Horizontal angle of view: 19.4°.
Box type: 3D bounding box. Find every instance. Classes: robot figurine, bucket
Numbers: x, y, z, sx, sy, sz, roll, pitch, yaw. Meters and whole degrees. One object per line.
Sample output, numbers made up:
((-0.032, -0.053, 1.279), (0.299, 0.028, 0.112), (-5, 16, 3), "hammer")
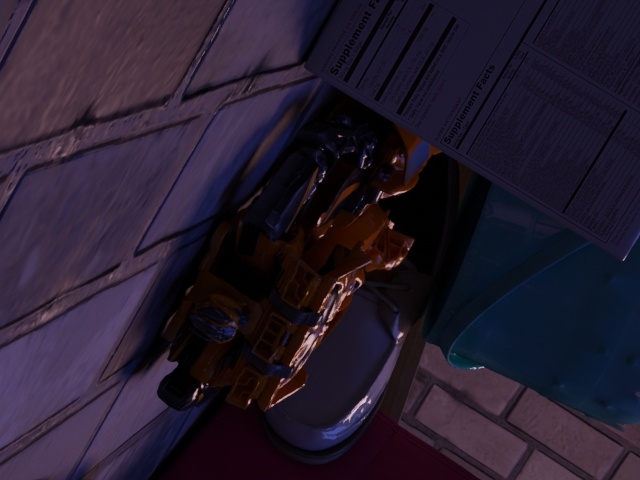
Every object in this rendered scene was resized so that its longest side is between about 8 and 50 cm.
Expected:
((0.000, 0.000, 1.160), (0.211, 0.085, 0.291), (-63, 172, 31), "robot figurine")
((0.206, 0.002, 1.521), (0.281, 0.183, 0.281), (19, 90, -90), "bucket")

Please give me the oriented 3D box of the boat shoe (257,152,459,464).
((0.033, 0.038, 1.523), (0.103, 0.113, 0.302), (111, 3, -54), "boat shoe")

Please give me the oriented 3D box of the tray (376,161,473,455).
((0.056, 0.126, 1.841), (0.203, 0.076, 0.411), (99, 10, -73), "tray")

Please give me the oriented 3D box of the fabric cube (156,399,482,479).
((-0.037, 0.295, 1.530), (0.258, 0.259, 0.254), (-48, 169, -46), "fabric cube")

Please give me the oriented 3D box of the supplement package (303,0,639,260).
((0.129, -0.112, 1.072), (0.149, 0.203, 0.194), (-59, 174, 11), "supplement package")
